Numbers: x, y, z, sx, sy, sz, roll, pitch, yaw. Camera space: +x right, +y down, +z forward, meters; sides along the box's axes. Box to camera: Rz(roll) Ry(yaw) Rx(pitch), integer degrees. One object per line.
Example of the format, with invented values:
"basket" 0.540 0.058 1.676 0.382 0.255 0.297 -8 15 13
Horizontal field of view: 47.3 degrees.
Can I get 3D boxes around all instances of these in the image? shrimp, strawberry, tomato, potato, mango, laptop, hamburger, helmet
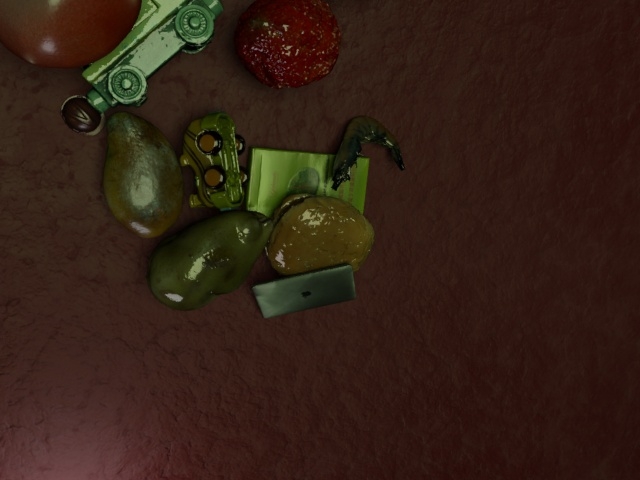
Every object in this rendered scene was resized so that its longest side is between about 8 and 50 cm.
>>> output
"shrimp" 0.134 -0.211 1.977 0.198 0.051 0.261 29 63 -10
"strawberry" -0.089 -0.490 1.765 0.258 0.277 0.257 2 97 18
"tomato" -0.545 -0.533 1.503 0.342 0.273 0.341 0 88 -3
"potato" -0.276 0.038 1.855 0.351 0.202 0.218 -34 146 -1
"mango" -0.440 -0.162 1.795 0.193 0.146 0.316 -16 102 -20
"laptop" -0.039 0.139 1.980 0.269 0.015 0.187 -12 145 -1
"hamburger" 0.000 -0.001 1.950 0.283 0.144 0.259 3 120 -26
"helmet" -0.570 -0.300 1.764 0.111 0.057 0.089 34 87 -22

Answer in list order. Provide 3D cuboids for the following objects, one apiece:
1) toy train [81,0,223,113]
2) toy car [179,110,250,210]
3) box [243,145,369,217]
"toy train" -0.429 -0.488 1.723 0.397 0.160 0.253 -43 103 -5
"toy car" -0.276 -0.193 1.828 0.143 0.200 0.247 -7 90 13
"box" -0.037 -0.149 1.988 0.335 0.047 0.186 2 101 -20
